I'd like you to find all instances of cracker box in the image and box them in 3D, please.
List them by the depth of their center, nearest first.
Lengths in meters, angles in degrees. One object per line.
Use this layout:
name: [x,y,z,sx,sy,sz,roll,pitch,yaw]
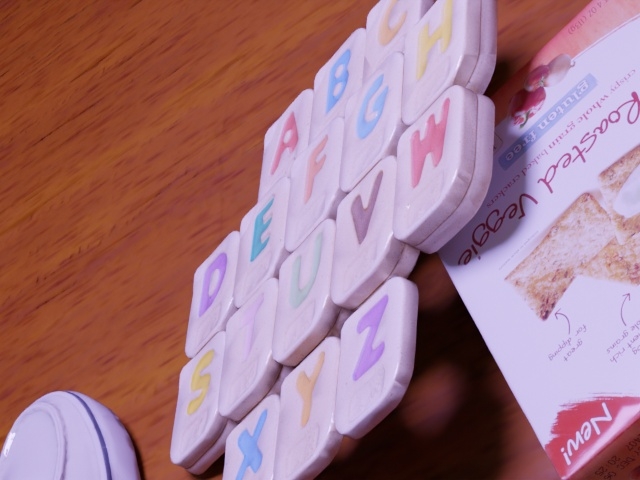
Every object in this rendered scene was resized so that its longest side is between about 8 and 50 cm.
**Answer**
cracker box: [0.139,-0.003,0.839,0.156,0.067,0.232,-44,34,13]

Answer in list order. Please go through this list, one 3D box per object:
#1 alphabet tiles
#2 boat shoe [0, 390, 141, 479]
alphabet tiles: [0.000,0.000,0.965,0.284,0.021,0.278,-46,28,44]
boat shoe: [-0.159,0.176,1.006,0.096,0.088,0.267,-29,39,31]
